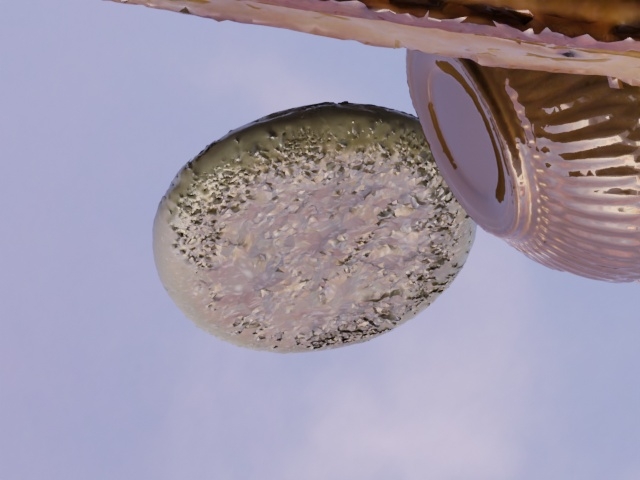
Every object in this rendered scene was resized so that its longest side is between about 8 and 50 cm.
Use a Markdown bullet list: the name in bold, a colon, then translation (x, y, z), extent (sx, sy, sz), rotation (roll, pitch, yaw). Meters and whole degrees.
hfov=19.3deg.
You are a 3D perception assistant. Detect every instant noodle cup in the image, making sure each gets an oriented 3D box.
- **instant noodle cup**: translation (0.115, -0.073, 1.021), extent (0.091, 0.274, 0.274), rotation (-25, -112, -14)

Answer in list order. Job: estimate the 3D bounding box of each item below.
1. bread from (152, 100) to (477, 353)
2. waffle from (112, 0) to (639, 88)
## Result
- **bread**: translation (0.000, 0.000, 1.460), extent (0.267, 0.267, 0.040), rotation (4, -136, -18)
- **waffle**: translation (0.018, -0.187, 0.765), extent (0.308, 0.091, 0.212), rotation (9, -96, 6)
